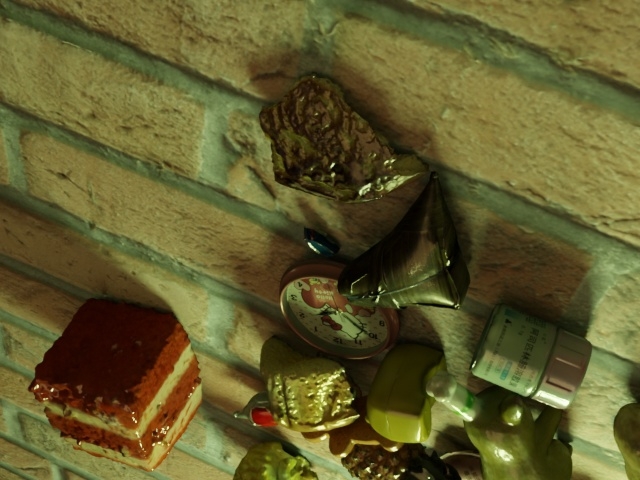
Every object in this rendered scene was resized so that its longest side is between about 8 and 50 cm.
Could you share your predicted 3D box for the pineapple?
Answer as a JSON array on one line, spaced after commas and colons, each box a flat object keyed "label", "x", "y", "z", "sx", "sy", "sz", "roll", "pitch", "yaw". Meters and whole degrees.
[{"label": "pineapple", "x": 0.209, "y": 0.481, "z": 1.650, "sx": 0.365, "sy": 0.165, "sz": 0.165, "roll": 26, "pitch": 144, "yaw": 38}]

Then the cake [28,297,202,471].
[{"label": "cake", "x": -0.446, "y": 0.339, "z": 1.881, "sx": 0.270, "sy": 0.270, "sz": 0.319, "roll": 11, "pitch": 137, "yaw": 21}]

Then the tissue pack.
[{"label": "tissue pack", "x": 0.156, "y": 0.280, "z": 1.533, "sx": 0.127, "sy": 0.178, "sz": 0.123, "roll": 8, "pitch": 132, "yaw": 21}]

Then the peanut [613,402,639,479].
[{"label": "peanut", "x": 0.581, "y": 0.370, "z": 1.418, "sx": 0.129, "sy": 0.129, "sz": 0.224, "roll": -10, "pitch": 116, "yaw": 37}]

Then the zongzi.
[{"label": "zongzi", "x": 0.114, "y": 0.007, "z": 1.335, "sx": 0.221, "sy": 0.112, "sz": 0.242, "roll": -6, "pitch": 124, "yaw": 23}]

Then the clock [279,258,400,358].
[{"label": "clock", "x": 0.034, "y": 0.129, "z": 1.550, "sx": 0.245, "sy": 0.056, "sz": 0.244, "roll": 15, "pitch": 136, "yaw": 15}]

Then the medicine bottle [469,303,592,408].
[{"label": "medicine bottle", "x": 0.348, "y": 0.192, "z": 1.370, "sx": 0.169, "sy": 0.135, "sz": 0.135, "roll": 22, "pitch": 138, "yaw": 9}]

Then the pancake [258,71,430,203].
[{"label": "pancake", "x": 0.015, "y": -0.136, "z": 1.300, "sx": 0.257, "sy": 0.056, "sz": 0.212, "roll": 43, "pitch": 131, "yaw": -3}]

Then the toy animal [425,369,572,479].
[{"label": "toy animal", "x": 0.339, "y": 0.339, "z": 1.500, "sx": 0.181, "sy": 0.180, "sz": 0.362, "roll": -11, "pitch": 118, "yaw": 29}]

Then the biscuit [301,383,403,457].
[{"label": "biscuit", "x": 0.068, "y": 0.368, "z": 1.688, "sx": 0.250, "sy": 0.165, "sz": 0.036, "roll": -14, "pitch": 134, "yaw": 29}]

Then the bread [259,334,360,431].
[{"label": "bread", "x": -0.050, "y": 0.303, "z": 1.650, "sx": 0.252, "sy": 0.133, "sz": 0.174, "roll": 14, "pitch": 123, "yaw": 46}]

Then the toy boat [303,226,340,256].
[{"label": "toy boat", "x": 0.000, "y": 0.000, "z": 1.459, "sx": 0.083, "sy": 0.038, "sz": 0.038, "roll": 35, "pitch": 142, "yaw": -32}]

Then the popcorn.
[{"label": "popcorn", "x": -0.119, "y": 0.601, "z": 2.006, "sx": 0.184, "sy": 0.204, "sz": 0.221, "roll": 3, "pitch": 147, "yaw": 28}]

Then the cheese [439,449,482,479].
[{"label": "cheese", "x": 0.303, "y": 0.513, "z": 1.756, "sx": 0.189, "sy": 0.074, "sz": 0.286, "roll": 45, "pitch": 136, "yaw": -15}]

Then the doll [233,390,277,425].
[{"label": "doll", "x": -0.103, "y": 0.378, "z": 1.860, "sx": 0.228, "sy": 0.075, "sz": 0.102, "roll": -17, "pitch": 131, "yaw": 30}]
